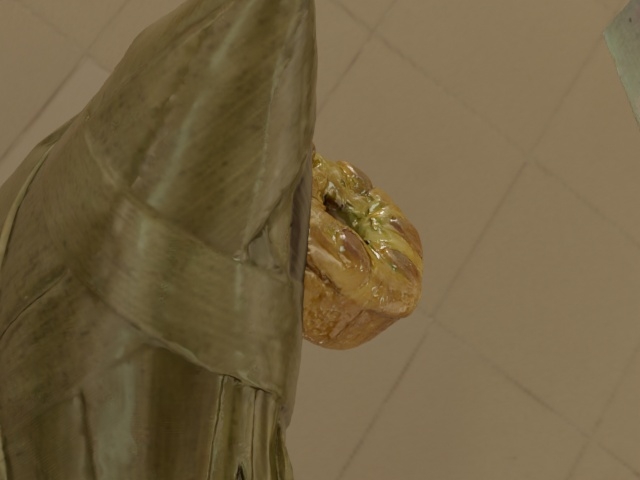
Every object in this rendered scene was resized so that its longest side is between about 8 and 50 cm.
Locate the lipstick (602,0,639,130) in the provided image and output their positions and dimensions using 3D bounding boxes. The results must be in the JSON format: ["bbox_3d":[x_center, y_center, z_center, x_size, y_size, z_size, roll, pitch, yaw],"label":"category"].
[{"bbox_3d":[0.256,-0.014,0.711,0.066,0.068,0.317,3,59,-30],"label":"lipstick"}]

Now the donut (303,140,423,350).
[{"bbox_3d":[-0.001,0.000,1.167,0.227,0.114,0.226,37,24,-19],"label":"donut"}]

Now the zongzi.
[{"bbox_3d":[-0.080,0.132,0.730,0.218,0.467,0.499,-6,78,-22],"label":"zongzi"}]
